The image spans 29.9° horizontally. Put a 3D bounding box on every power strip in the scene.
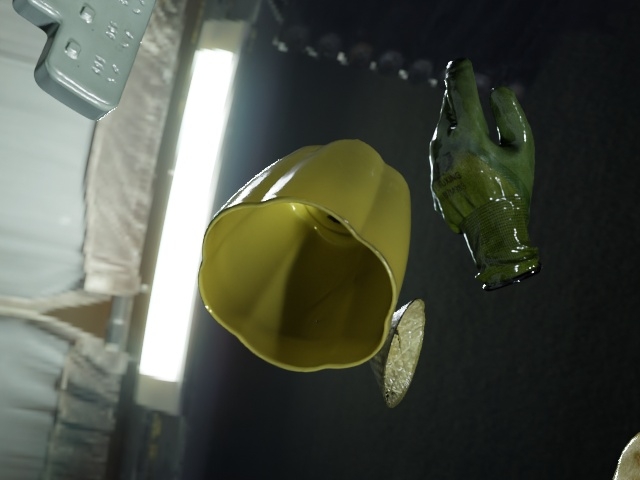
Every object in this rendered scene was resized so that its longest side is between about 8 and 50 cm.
[{"bbox_3d":[-0.354,-0.321,1.755,0.059,0.194,0.265,-30,-143,43],"label":"power strip"}]

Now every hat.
[{"bbox_3d":[0.080,0.137,1.546,0.067,0.146,0.146,14,-87,20],"label":"hat"}]

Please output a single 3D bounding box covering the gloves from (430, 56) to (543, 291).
[{"bbox_3d":[0.180,-0.077,1.341,0.135,0.107,0.268,-20,-105,32],"label":"gloves"}]

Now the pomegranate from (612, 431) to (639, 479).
[{"bbox_3d":[0.443,0.314,1.214,0.332,0.332,0.332,-29,-124,54],"label":"pomegranate"}]

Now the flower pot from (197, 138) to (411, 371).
[{"bbox_3d":[0.000,0.000,1.151,0.195,0.195,0.179,-55,-176,36],"label":"flower pot"}]
